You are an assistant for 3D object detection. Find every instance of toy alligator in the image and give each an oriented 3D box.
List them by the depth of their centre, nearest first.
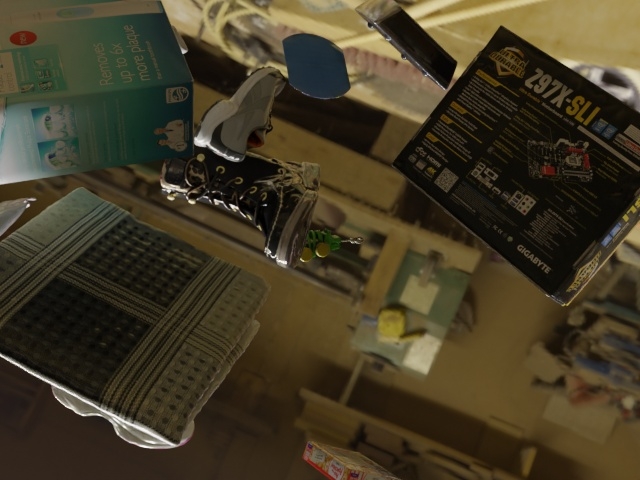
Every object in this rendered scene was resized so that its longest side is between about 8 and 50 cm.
[{"bbox_3d":[0.000,0.000,1.701,0.190,0.051,0.056,-16,-158,-20],"label":"toy alligator"}]

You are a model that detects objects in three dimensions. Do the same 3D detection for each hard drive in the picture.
[{"bbox_3d":[0.140,-0.333,1.386,0.172,0.054,0.254,39,-168,-17],"label":"hard drive"}]

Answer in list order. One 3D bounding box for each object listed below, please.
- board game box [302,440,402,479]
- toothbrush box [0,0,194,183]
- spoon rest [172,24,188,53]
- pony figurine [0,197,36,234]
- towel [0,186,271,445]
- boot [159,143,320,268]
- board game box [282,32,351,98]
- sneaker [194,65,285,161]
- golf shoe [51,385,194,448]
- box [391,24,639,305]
[{"bbox_3d":[0.070,0.503,1.855,0.147,0.045,0.193,21,176,-28],"label":"board game box"},{"bbox_3d":[-0.324,-0.195,1.041,0.296,0.216,0.126,-11,140,-16],"label":"toothbrush box"},{"bbox_3d":[-0.353,-0.313,1.495,0.084,0.276,0.137,-26,97,38],"label":"spoon rest"},{"bbox_3d":[-0.641,0.033,1.258,0.303,0.351,0.363,-33,118,31],"label":"pony figurine"},{"bbox_3d":[-0.241,0.077,1.010,0.312,0.056,0.324,27,-149,3],"label":"towel"},{"bbox_3d":[-0.150,-0.084,1.533,0.284,0.138,0.377,16,-155,-3],"label":"boot"},{"bbox_3d":[-0.013,-0.345,1.708,0.133,0.168,0.033,2,150,-22],"label":"board game box"},{"bbox_3d":[-0.129,-0.227,1.543,0.108,0.271,0.100,36,134,-1],"label":"sneaker"},{"bbox_3d":[-0.357,0.304,1.618,0.306,0.115,0.140,32,126,-27],"label":"golf shoe"},{"bbox_3d":[0.291,-0.108,1.161,0.322,0.257,0.079,43,-171,32],"label":"box"}]
